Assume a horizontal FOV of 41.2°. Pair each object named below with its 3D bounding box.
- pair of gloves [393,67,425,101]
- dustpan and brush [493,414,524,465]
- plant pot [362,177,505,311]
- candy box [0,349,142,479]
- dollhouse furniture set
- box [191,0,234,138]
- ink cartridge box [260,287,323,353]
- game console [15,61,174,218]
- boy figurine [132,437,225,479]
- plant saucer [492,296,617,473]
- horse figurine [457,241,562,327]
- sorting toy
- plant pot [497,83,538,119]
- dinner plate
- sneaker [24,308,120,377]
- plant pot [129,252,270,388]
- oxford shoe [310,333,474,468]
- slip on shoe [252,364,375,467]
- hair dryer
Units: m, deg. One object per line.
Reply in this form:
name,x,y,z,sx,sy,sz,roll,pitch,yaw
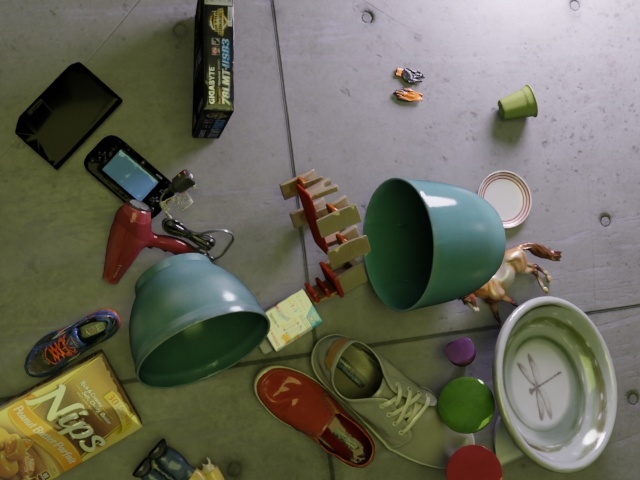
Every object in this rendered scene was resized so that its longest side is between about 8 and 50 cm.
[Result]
pair of gloves,0.213,-0.374,2.050,0.074,0.010,0.083,8,81,-10
dustpan and brush,0.460,0.414,2.011,0.147,0.060,0.211,-19,89,-12
plant pot,0.267,0.006,1.899,0.235,0.293,0.293,-2,86,-27
candy box,-0.556,0.387,1.780,0.316,0.087,0.183,-29,97,-12
dollhouse furniture set,0.000,0.000,1.859,0.135,0.262,0.259,-24,117,-11
box,-0.230,-0.387,1.812,0.073,0.295,0.294,2,86,-12
ink cartridge box,-0.084,0.183,1.900,0.143,0.090,0.092,-32,93,-13
game console,-0.472,-0.204,1.875,0.361,0.044,0.213,41,79,-7
boy figurine,-0.274,0.563,1.830,0.285,0.092,0.177,44,76,-2
plant saucer,0.523,0.333,1.975,0.400,0.100,0.401,9,73,-32
horse figurine,0.458,0.096,2.036,0.174,0.066,0.263,43,81,-12
sorting toy,0.342,0.408,1.927,0.127,0.126,0.366,-10,64,16
plant pot,0.477,-0.329,2.073,0.079,0.083,0.083,-17,89,-1
dinner plate,0.447,-0.099,2.073,0.141,0.017,0.141,1,86,-12
sneaker,-0.530,0.213,1.805,0.221,0.087,0.083,-35,92,-13
plant pot,-0.277,0.151,1.786,0.293,0.293,0.196,-22,64,-13
oxford shoe,0.170,0.372,1.920,0.449,0.130,0.169,39,74,-9
slip on shoe,-0.006,0.392,1.895,0.331,0.101,0.123,40,81,-5
hair dryer,-0.351,0.003,1.847,0.293,0.080,0.224,-29,112,-1
